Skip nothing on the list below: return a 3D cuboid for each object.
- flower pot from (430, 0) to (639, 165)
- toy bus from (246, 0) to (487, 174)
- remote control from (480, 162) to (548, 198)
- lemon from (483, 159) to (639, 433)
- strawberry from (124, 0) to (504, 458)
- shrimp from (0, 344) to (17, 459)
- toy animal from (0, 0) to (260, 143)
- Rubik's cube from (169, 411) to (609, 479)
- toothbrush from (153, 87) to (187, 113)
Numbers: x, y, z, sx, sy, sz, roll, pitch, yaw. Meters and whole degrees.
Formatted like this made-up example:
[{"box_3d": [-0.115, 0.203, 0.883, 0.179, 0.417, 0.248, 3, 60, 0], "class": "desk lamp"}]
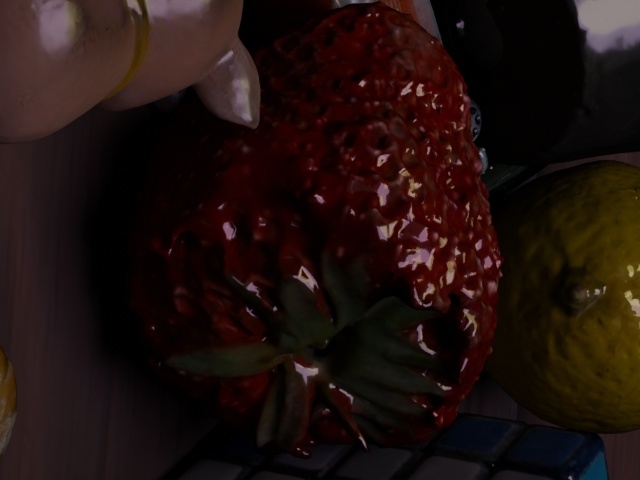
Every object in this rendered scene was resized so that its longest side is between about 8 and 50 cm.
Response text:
[{"box_3d": [0.208, -0.194, 1.288, 0.251, 0.379, 0.379, -30, 121, -33], "class": "flower pot"}, {"box_3d": [0.028, -0.139, 1.201, 0.120, 0.121, 0.265, -44, 130, -32], "class": "toy bus"}, {"box_3d": [0.151, -0.071, 1.429, 0.222, 0.072, 0.042, -26, 138, -51], "class": "remote control"}, {"box_3d": [0.253, 0.051, 1.447, 0.267, 0.267, 0.267, -13, 105, -55], "class": "lemon"}, {"box_3d": [0.004, -0.001, 1.083, 0.258, 0.261, 0.261, -88, 158, -46], "class": "strawberry"}, {"box_3d": [-0.247, 0.109, 0.888, 0.217, 0.051, 0.150, 22, 84, -59], "class": "shrimp"}, {"box_3d": [-0.149, -0.138, 0.917, 0.248, 0.149, 0.165, -20, 126, -41], "class": "toy animal"}, {"box_3d": [0.032, 0.301, 1.114, 0.287, 0.293, 0.292, -38, 127, -47], "class": "Rubik's cube"}, {"box_3d": [-0.140, -0.216, 1.015, 0.029, 0.025, 0.307, -59, 140, -45], "class": "toothbrush"}]
